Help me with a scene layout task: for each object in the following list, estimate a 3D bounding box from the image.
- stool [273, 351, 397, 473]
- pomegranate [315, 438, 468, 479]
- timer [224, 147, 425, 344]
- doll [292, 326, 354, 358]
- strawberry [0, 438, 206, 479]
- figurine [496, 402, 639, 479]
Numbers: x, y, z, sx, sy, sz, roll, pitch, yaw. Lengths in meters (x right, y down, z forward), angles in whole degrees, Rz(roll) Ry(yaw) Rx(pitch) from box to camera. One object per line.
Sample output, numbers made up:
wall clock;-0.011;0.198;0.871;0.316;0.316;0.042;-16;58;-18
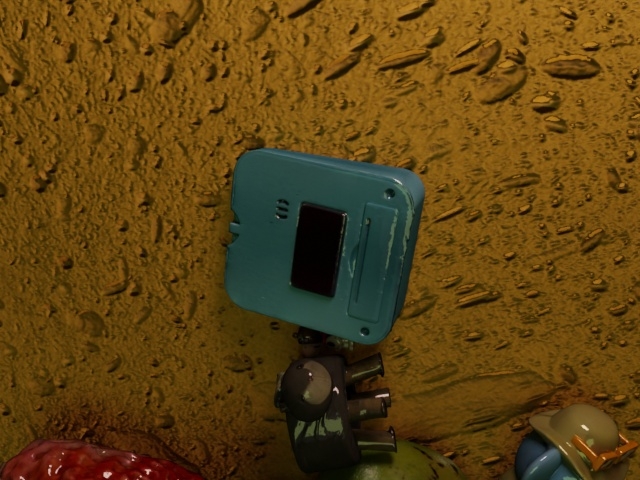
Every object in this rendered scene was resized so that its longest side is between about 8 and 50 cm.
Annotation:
stool;0.023;0.231;0.860;0.139;0.228;0.153;-11;80;8
pomegranate;0.065;0.457;0.926;0.358;0.216;0.310;-3;112;7
timer;0.000;0.000;0.864;0.250;0.091;0.232;14;111;13
doll;0.006;0.143;0.917;0.085;0.040;0.058;-14;120;14
strawberry;-0.316;0.383;0.970;0.336;0.149;0.265;8;143;-17
figurine;0.344;0.345;0.912;0.180;0.154;0.262;2;126;-4
